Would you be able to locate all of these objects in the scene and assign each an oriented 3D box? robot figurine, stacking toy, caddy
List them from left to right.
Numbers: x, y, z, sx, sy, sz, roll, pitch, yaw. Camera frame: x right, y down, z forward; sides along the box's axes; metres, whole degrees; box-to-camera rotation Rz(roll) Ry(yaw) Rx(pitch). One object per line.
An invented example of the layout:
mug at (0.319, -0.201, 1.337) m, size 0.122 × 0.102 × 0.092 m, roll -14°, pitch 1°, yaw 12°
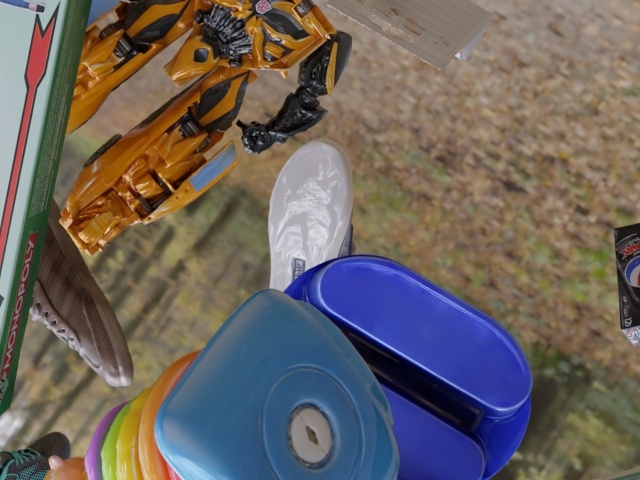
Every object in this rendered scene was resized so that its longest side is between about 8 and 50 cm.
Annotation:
stacking toy at (-0.106, 0.165, 0.901) m, size 0.301 × 0.166 × 0.175 m, roll -22°, pitch 111°, yaw 43°
robot figurine at (-0.113, -0.131, 0.981) m, size 0.211 × 0.291 × 0.085 m, roll 50°, pitch -179°, yaw -16°
caddy at (0.091, 0.160, 1.484) m, size 0.341 × 0.241 × 0.179 m, roll 31°, pitch 177°, yaw 4°

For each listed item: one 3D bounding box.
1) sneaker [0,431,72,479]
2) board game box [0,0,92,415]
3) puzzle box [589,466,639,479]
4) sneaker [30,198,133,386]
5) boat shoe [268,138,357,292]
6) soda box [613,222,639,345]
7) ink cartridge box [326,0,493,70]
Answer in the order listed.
sneaker at (-0.344, 0.261, 1.403) m, size 0.065 × 0.166 × 0.076 m, roll 16°, pitch 129°, yaw 27°
board game box at (-0.225, -0.087, 0.593) m, size 0.213 × 0.317 × 0.046 m, roll 14°, pitch -169°, yaw 2°
puzzle box at (0.247, 0.377, 1.240) m, size 0.272 × 0.408 × 0.052 m, roll -113°, pitch 13°, yaw -48°
sneaker at (-0.222, 0.050, 1.051) m, size 0.188 × 0.071 × 0.066 m, roll 60°, pitch 164°, yaw 17°
boat shoe at (0.000, 0.000, 1.906) m, size 0.127 × 0.341 × 0.158 m, roll 18°, pitch -160°, yaw 18°
soda box at (0.457, 0.060, 1.783) m, size 0.053 × 0.169 × 0.060 m, roll -14°, pitch 145°, yaw 27°
ink cartridge box at (0.095, -0.236, 1.354) m, size 0.145 × 0.045 × 0.179 m, roll 31°, pitch -140°, yaw 7°
